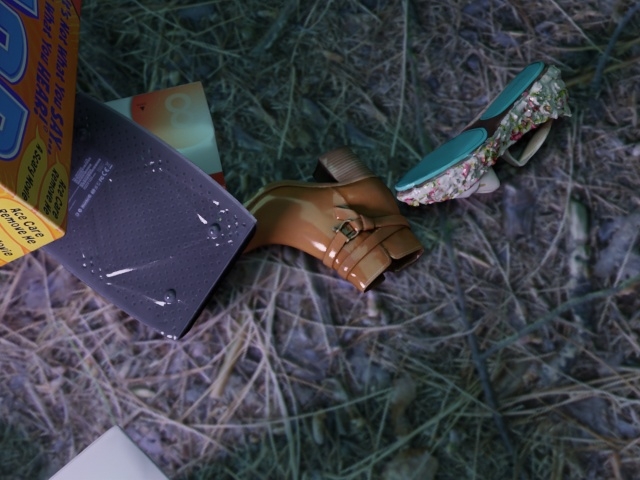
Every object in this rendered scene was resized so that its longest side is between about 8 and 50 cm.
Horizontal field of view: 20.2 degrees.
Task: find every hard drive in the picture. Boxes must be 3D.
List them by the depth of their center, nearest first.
[{"bbox_3d":[-0.197,-0.025,1.908,0.254,0.054,0.172,35,95,20],"label":"hard drive"}]

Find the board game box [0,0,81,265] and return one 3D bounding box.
[{"bbox_3d":[-0.484,-0.166,1.731,0.356,0.356,0.356,-24,48,26],"label":"board game box"}]

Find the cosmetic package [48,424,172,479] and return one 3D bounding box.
[{"bbox_3d":[-0.157,0.325,1.674,0.138,0.225,0.224,-41,71,-18],"label":"cosmetic package"}]

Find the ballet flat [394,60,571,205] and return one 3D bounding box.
[{"bbox_3d":[0.189,-0.101,1.972,0.241,0.091,0.077,-41,108,-15],"label":"ballet flat"}]

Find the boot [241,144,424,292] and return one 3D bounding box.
[{"bbox_3d":[0.000,0.000,1.924,0.197,0.073,0.152,-33,72,-13],"label":"boot"}]

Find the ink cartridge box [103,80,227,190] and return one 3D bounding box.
[{"bbox_3d":[-0.181,-0.079,1.976,0.145,0.045,0.179,-13,62,-6],"label":"ink cartridge box"}]
